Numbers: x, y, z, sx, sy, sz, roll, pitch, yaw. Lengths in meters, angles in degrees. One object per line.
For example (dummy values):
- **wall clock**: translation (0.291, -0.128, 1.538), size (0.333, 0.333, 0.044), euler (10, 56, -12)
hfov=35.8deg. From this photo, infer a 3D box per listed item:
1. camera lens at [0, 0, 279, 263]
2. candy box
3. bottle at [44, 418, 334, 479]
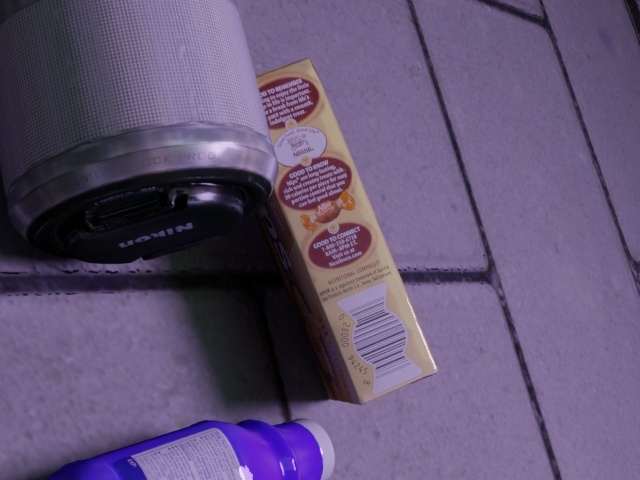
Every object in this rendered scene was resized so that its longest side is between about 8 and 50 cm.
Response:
- **camera lens**: translation (-0.165, -0.131, 0.830), size (0.219, 0.219, 0.274), euler (2, 68, -50)
- **candy box**: translation (0.000, 0.000, 0.985), size (0.087, 0.183, 0.317), euler (-21, 86, -11)
- **bottle**: translation (-0.098, 0.210, 0.823), size (0.282, 0.092, 0.118), euler (-9, 78, -52)
